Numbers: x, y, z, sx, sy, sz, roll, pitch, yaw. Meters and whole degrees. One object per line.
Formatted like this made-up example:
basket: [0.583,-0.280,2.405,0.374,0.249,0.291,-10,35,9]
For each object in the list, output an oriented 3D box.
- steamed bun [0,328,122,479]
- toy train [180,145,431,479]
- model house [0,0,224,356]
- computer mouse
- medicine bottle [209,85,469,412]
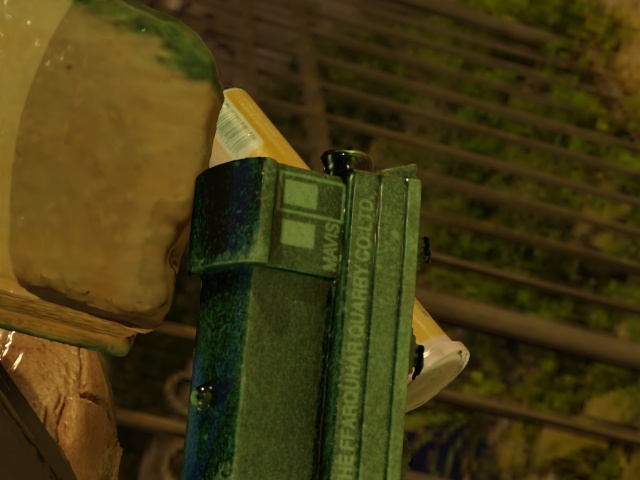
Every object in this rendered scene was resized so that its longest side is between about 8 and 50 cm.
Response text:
steamed bun: [-0.315,0.230,1.780,0.251,0.199,0.301,126,158,-67]
toy train: [-0.021,0.081,1.263,0.138,0.178,0.330,-14,67,56]
model house: [-0.312,-0.070,1.473,0.342,0.382,0.335,156,131,-72]
computer mouse: [-0.259,0.123,1.126,0.269,0.100,0.170,61,174,-24]
medicine bottle: [0.000,0.000,1.835,0.426,0.108,0.108,52,142,23]
